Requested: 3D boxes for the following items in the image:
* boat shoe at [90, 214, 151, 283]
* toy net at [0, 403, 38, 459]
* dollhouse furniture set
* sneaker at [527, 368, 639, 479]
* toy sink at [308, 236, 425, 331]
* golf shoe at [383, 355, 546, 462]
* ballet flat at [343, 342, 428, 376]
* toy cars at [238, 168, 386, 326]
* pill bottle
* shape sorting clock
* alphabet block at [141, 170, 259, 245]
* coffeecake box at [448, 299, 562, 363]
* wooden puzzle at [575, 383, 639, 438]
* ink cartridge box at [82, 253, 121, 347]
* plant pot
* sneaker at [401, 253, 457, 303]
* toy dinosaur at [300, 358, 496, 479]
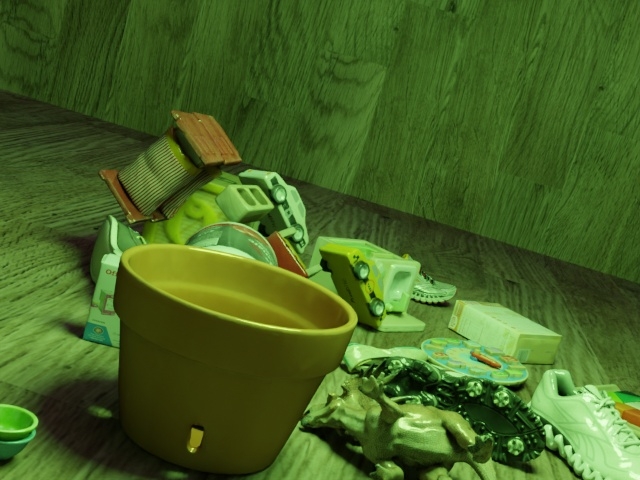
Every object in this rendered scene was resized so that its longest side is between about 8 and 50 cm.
[{"bbox_3d":[-0.332,0.041,1.625,0.091,0.109,0.305,16,13,-24],"label":"boat shoe"},{"bbox_3d":[-0.380,0.201,0.905,0.122,0.045,0.232,20,12,15],"label":"toy net"},{"bbox_3d":[-0.199,-0.032,1.713,0.374,0.201,0.152,55,19,9],"label":"dollhouse furniture set"},{"bbox_3d":[0.420,0.293,1.429,0.110,0.118,0.292,11,14,-36],"label":"sneaker"},{"bbox_3d":[0.108,0.084,1.966,0.153,0.131,0.234,5,17,-45],"label":"toy sink"},{"bbox_3d":[0.223,0.244,1.433,0.273,0.105,0.120,23,6,29],"label":"golf shoe"},{"bbox_3d":[0.112,0.210,1.597,0.168,0.057,0.052,7,42,-25],"label":"ballet flat"},{"bbox_3d":[0.000,0.000,1.830,0.394,0.087,0.176,43,-31,3],"label":"toy cars"},{"bbox_3d":[-0.156,0.082,1.477,0.176,0.176,0.318,15,11,-4],"label":"pill bottle"},{"bbox_3d":[0.289,0.223,1.779,0.206,0.040,0.206,16,11,-3],"label":"shape sorting clock"},{"bbox_3d":[-0.239,-0.045,1.958,0.194,0.192,0.197,16,12,7],"label":"alphabet block"},{"bbox_3d":[0.388,0.192,2.000,0.142,0.068,0.185,7,14,-39],"label":"coffeecake box"},{"bbox_3d":[0.588,0.320,1.725,0.221,0.044,0.239,6,15,-45],"label":"wooden puzzle"},{"bbox_3d":[-0.288,0.091,1.381,0.089,0.122,0.052,15,11,-7],"label":"ink cartridge box"},{"bbox_3d":[-0.122,0.145,1.146,0.291,0.203,0.291,16,12,-3],"label":"plant pot"},{"bbox_3d":[0.212,0.086,2.214,0.225,0.092,0.088,17,11,0],"label":"sneaker"},{"bbox_3d":[0.124,0.248,1.229,0.296,0.127,0.200,23,5,5],"label":"toy dinosaur"}]
